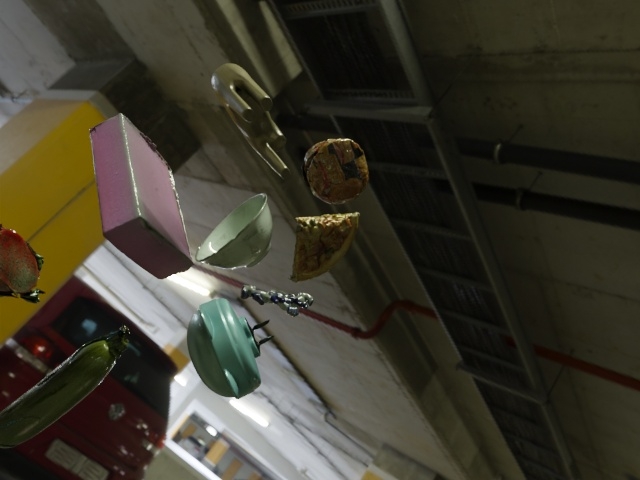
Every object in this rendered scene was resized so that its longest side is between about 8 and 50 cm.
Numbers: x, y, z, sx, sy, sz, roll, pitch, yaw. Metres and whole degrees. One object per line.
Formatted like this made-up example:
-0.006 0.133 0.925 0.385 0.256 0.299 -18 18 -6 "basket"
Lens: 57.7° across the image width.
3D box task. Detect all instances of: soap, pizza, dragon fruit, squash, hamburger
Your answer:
-0.322 -0.076 1.046 0.181 0.081 0.259 56 11 -57 "soap"
0.000 0.000 1.722 0.197 0.292 0.058 51 -9 -29 "pizza"
-0.581 0.032 1.041 0.175 0.142 0.138 9 -8 8 "dragon fruit"
-0.494 0.283 1.116 0.087 0.331 0.087 50 -6 7 "squash"
0.051 -0.232 1.949 0.231 0.231 0.107 45 -11 -16 "hamburger"

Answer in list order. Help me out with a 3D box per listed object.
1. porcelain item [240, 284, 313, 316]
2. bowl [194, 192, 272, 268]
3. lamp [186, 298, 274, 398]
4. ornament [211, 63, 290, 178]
-0.058 0.103 0.941 0.136 0.021 0.075 11 18 -35 "porcelain item"
-0.251 0.003 1.905 0.146 0.313 0.313 49 -25 -20 "bowl"
-0.195 0.225 1.228 0.284 0.147 0.209 -1 70 -79 "lamp"
-0.116 -0.209 1.021 0.245 0.061 0.230 51 -4 42 "ornament"
